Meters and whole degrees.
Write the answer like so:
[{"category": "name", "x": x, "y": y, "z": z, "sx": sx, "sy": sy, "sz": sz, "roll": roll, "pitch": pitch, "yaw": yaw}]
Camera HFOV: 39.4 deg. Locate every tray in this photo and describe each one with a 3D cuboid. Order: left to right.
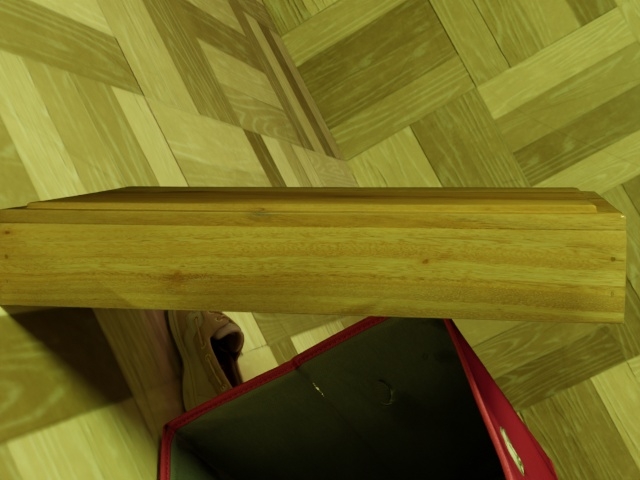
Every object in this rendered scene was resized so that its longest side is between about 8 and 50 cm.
[{"category": "tray", "x": 0.000, "y": 0.000, "z": 0.666, "sx": 0.203, "sy": 0.411, "sz": 0.076, "roll": -30, "pitch": 119, "yaw": -76}]

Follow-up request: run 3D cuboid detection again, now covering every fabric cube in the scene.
[{"category": "fabric cube", "x": 0.058, "y": 0.247, "z": 0.670, "sx": 0.258, "sy": 0.259, "sz": 0.254, "roll": 52, "pitch": 15, "yaw": -35}]

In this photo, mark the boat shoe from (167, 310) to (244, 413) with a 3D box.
[{"category": "boat shoe", "x": -0.097, "y": 0.097, "z": 0.825, "sx": 0.063, "sy": 0.059, "sz": 0.170, "roll": 44, "pitch": 22, "yaw": -50}]
